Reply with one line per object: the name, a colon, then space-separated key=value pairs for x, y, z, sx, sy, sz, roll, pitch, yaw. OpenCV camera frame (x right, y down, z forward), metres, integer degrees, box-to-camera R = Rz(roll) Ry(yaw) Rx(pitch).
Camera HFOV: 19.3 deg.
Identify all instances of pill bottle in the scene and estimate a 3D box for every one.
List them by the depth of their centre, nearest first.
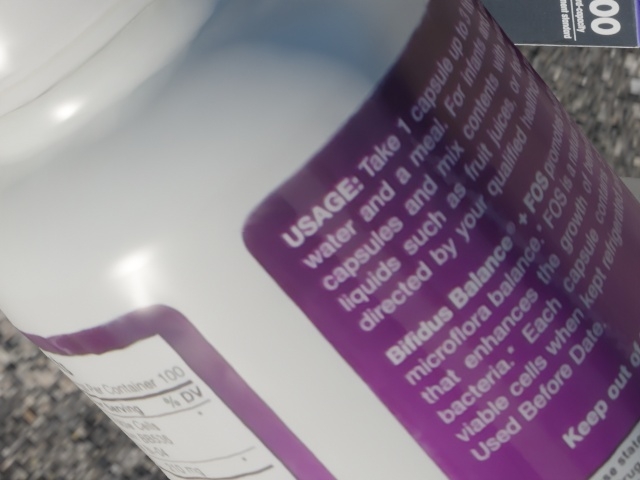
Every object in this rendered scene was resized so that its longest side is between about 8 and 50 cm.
pill bottle: x=0.000 y=0.000 z=0.575 sx=0.169 sy=0.169 sz=0.301 roll=-33 pitch=115 yaw=18

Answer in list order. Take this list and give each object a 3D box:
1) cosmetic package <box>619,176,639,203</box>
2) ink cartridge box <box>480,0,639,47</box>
cosmetic package: x=0.332 y=0.066 z=1.768 sx=0.385 sy=0.217 sz=0.156 roll=7 pitch=137 yaw=39
ink cartridge box: x=0.179 y=-0.228 z=1.343 sx=0.208 sy=0.045 sz=0.206 roll=1 pitch=136 yaw=15
